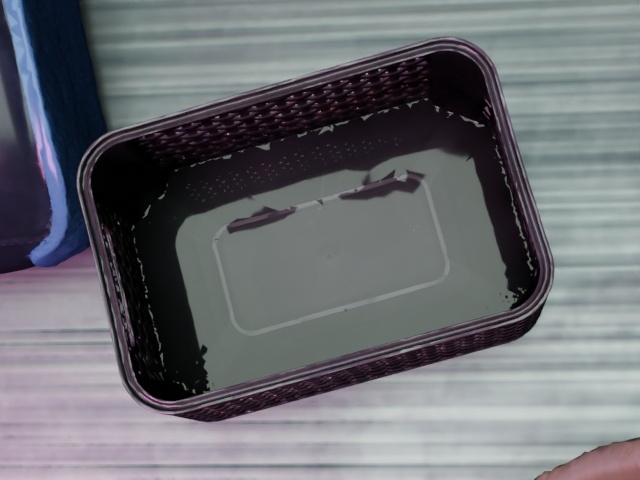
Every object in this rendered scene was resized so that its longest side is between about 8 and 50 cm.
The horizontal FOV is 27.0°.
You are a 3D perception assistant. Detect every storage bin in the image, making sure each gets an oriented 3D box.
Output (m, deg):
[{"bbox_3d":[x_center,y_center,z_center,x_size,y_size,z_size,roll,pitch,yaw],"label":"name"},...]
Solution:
[{"bbox_3d":[0.000,0.000,0.576,0.180,0.084,0.122,-16,79,4],"label":"storage bin"}]

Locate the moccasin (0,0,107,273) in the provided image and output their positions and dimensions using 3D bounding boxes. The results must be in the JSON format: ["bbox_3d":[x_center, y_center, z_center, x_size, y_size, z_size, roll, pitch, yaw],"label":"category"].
[{"bbox_3d":[-0.186,-0.151,0.598,0.117,0.138,0.342,-13,78,9],"label":"moccasin"}]

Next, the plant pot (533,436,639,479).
[{"bbox_3d":[0.141,0.283,0.400,0.305,0.334,0.334,36,86,-8],"label":"plant pot"}]
